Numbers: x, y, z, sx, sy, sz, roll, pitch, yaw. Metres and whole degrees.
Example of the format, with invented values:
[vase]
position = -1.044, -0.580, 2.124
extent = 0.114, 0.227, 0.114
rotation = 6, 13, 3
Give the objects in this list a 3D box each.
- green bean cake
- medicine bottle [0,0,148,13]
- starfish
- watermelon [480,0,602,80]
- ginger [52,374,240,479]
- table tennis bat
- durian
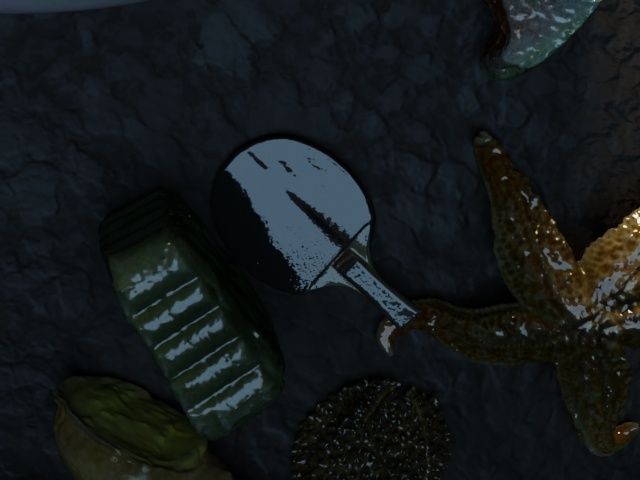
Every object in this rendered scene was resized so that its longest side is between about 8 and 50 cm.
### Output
[green bean cake]
position = -0.112, 0.055, 1.549
extent = 0.094, 0.183, 0.185
rotation = -33, 107, 4
[medicine bottle]
position = -0.201, -0.349, 1.372
extent = 0.256, 0.256, 0.325
rotation = -6, 109, -3
[starfish]
position = 0.234, 0.060, 1.624
extent = 0.375, 0.094, 0.327
rotation = -3, 112, 7
[watermelon]
position = 0.177, -0.224, 1.534
extent = 0.121, 0.098, 0.158
rotation = -21, 105, 1
[ginger]
position = -0.120, 0.257, 1.649
extent = 0.190, 0.126, 0.354
rotation = -32, 105, 16
[table tennis bat]
position = 0.000, 0.000, 1.611
extent = 0.220, 0.019, 0.130
rotation = 42, 102, -6
[durian]
position = 0.048, 0.222, 1.665
extent = 0.148, 0.091, 0.189
rotation = 8, 109, -7
